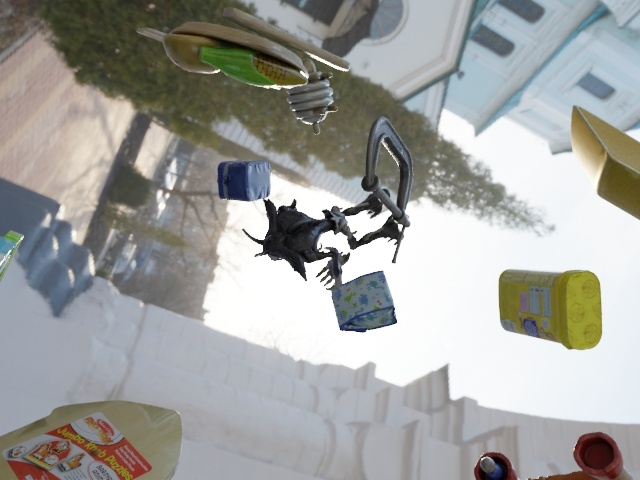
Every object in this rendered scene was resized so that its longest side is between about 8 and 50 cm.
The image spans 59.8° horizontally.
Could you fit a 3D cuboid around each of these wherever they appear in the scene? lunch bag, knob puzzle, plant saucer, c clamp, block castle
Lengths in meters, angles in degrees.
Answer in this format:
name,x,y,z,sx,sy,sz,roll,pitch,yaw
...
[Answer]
name,x,y,z,sx,sy,sz,roll,pitch,yaw
lunch bag,-0.132,-0.099,0.926,0.098,0.065,0.067,-22,114,-65
knob puzzle,-0.233,0.232,0.585,0.213,0.213,0.029,-113,-154,-68
plant saucer,0.623,-0.105,1.057,0.081,0.333,0.332,-59,-176,30
c clamp,0.085,-0.064,0.668,0.022,0.160,0.137,6,-112,30
lunch bag,0.108,0.162,1.419,0.128,0.151,0.096,-103,180,-45
block castle,0.459,0.601,1.010,0.303,0.213,0.453,-25,-144,28

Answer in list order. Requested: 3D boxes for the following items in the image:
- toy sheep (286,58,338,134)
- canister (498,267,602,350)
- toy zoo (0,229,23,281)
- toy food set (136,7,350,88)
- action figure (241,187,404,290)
name,x,y,z,sx,sy,sz,roll,pitch,yaw
toy sheep,-0.017,-0.253,0.983,0.091,0.091,0.132,-129,-150,-72
canister,0.382,0.109,0.944,0.170,0.073,0.126,180,-93,-69
toy zoo,-0.628,0.101,1.022,0.192,0.030,0.293,-61,-158,5
toy food set,-0.076,-0.152,0.482,0.192,0.132,0.038,22,-81,51
action figure,0.000,0.000,0.919,0.164,0.276,0.141,59,-31,29
